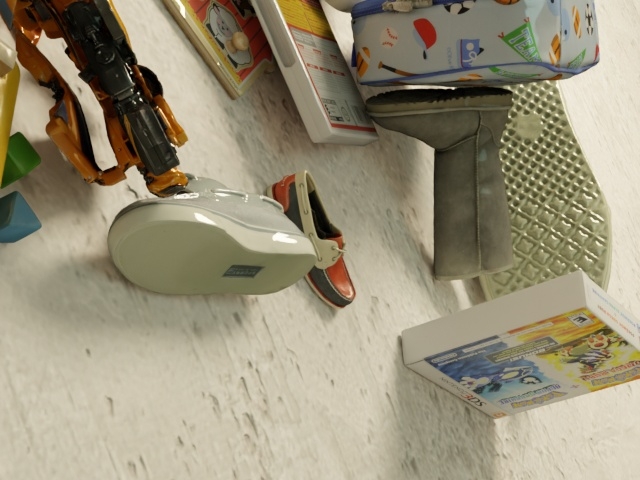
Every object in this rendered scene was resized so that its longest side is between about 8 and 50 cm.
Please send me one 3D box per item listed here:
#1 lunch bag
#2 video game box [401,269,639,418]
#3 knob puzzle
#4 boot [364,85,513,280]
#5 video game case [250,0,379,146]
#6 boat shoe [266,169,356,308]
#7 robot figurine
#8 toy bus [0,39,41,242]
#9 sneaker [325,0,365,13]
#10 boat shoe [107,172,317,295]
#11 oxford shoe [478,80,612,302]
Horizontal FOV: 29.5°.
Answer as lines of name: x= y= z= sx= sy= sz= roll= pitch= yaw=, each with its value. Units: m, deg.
lunch bag: x=0.170 y=-0.227 z=1.355 sx=0.303 sy=0.243 sz=0.114 roll=-11 pitch=98 yaw=-63
video game box: x=0.217 y=0.113 z=1.234 sx=0.187 sy=0.205 sz=0.048 roll=31 pitch=47 yaw=-45
knob puzzle: x=-0.093 y=-0.249 z=1.184 sx=0.213 sy=0.030 sz=0.213 roll=40 pitch=37 yaw=-38
boot: x=0.133 y=-0.060 z=1.328 sx=0.076 sy=0.190 sz=0.208 roll=-136 pitch=-133 yaw=-63
video game case: x=-0.027 y=-0.231 z=1.242 sx=0.285 sy=0.025 sz=0.204 roll=67 pitch=16 yaw=3
boat shoe: x=0.000 y=0.000 z=1.127 sx=0.137 sy=0.043 sz=0.049 roll=62 pitch=26 yaw=-8
robot figurine: x=-0.184 y=-0.154 z=0.851 sx=0.291 sy=0.085 sz=0.211 roll=62 pitch=-5 yaw=-5
toy bus: x=-0.235 y=-0.093 z=0.740 sx=0.202 sy=0.104 sz=0.191 roll=64 pitch=28 yaw=-2
sneaker: x=0.099 y=-0.399 z=1.379 sx=0.135 sy=0.150 sz=0.366 roll=42 pitch=49 yaw=-12
boat shoe: x=-0.092 y=-0.008 z=0.959 sx=0.227 sy=0.079 sz=0.081 roll=12 pitch=41 yaw=-56
oxford shoe: x=0.257 y=-0.055 z=1.511 sx=0.130 sy=0.169 sz=0.449 roll=88 pitch=-4 yaw=-61
